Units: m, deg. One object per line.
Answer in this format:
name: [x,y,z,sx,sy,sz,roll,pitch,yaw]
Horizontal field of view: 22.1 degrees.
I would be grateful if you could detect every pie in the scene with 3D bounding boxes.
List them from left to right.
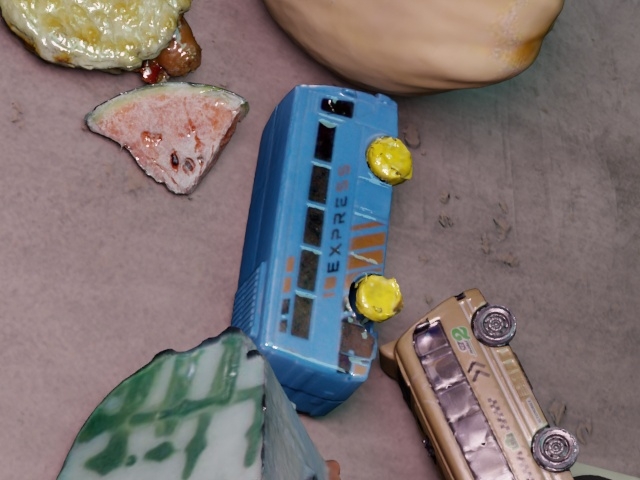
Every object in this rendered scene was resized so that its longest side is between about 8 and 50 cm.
pie: [-0.265,-0.311,1.890,0.257,0.105,0.274,3,67,-33]

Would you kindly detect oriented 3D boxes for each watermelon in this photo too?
watermelon: [-0.173,-0.121,1.888,0.187,0.071,0.139,-5,109,-2]

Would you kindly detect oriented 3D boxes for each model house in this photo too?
model house: [-0.083,0.317,1.675,0.329,0.251,0.295,52,22,-32]

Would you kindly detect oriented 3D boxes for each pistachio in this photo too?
pistachio: [0.110,-0.311,1.956,0.365,0.445,0.281,21,90,-41]

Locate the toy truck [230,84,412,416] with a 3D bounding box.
toy truck: [0.000,0.000,1.895,0.162,0.161,0.385,17,60,-17]

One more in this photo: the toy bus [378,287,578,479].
toy bus: [0.188,0.212,1.896,0.157,0.139,0.289,-22,67,-6]

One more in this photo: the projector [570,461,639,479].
projector: [0.326,0.402,1.972,0.257,0.079,0.259,17,55,-27]
